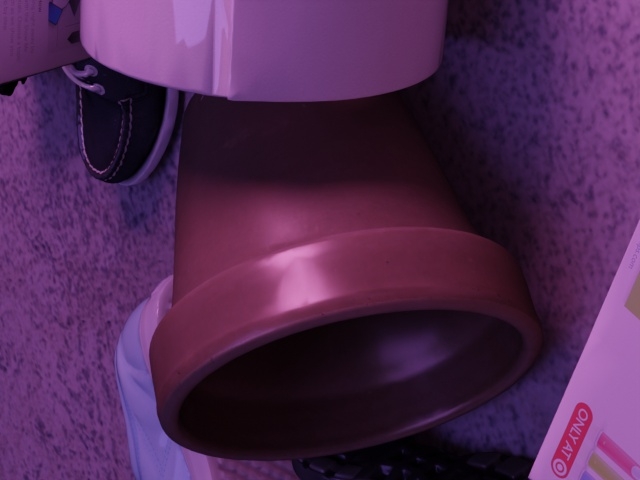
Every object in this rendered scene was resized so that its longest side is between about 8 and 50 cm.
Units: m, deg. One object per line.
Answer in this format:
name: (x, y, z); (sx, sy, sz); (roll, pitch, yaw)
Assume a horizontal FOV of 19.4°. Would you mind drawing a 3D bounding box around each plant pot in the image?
plant pot: (0.000, 0.000, 1.278); (0.263, 0.263, 0.229); (-44, 50, 47)

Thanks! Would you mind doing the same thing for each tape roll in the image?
tape roll: (-0.033, -0.207, 1.216); (0.246, 0.246, 0.169); (25, 120, 42)

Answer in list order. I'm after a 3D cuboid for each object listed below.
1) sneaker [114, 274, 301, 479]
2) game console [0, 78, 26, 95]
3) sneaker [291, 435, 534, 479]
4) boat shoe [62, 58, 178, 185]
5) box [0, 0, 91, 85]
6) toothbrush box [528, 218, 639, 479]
sneaker: (-0.072, 0.212, 1.506); (0.150, 0.135, 0.365); (-34, 67, 57)
game console: (-0.223, -0.254, 1.500); (0.044, 0.213, 0.361); (23, 149, -3)
sneaker: (0.093, 0.205, 1.344); (0.267, 0.101, 0.106); (21, 136, 47)
boat shoe: (-0.169, -0.175, 1.502); (0.114, 0.091, 0.302); (33, 126, 39)
box: (-0.161, -0.242, 1.289); (0.058, 0.322, 0.232); (20, 117, 32)
toothbrush box: (0.265, 0.041, 0.921); (0.122, 0.283, 0.206); (42, 132, 32)
